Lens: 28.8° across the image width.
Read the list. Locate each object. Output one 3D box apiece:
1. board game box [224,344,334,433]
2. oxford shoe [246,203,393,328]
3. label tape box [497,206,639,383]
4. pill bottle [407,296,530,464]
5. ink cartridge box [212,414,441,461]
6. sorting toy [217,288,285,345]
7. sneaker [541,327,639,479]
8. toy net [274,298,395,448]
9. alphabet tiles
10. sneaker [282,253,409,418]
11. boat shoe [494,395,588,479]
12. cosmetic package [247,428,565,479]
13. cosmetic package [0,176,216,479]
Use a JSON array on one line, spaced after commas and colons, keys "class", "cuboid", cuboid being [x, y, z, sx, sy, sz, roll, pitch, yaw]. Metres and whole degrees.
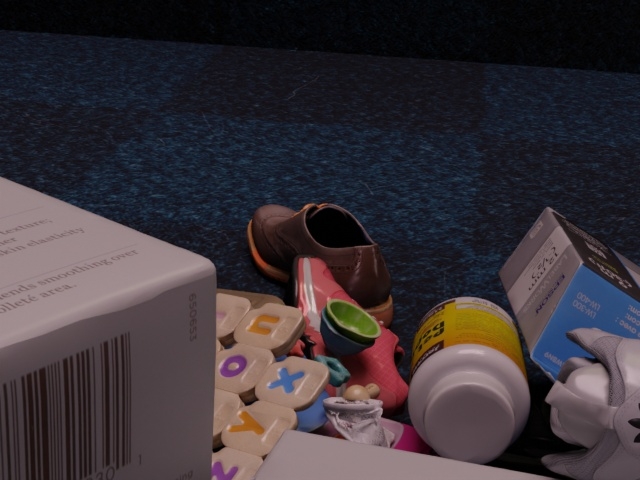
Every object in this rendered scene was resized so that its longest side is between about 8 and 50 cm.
[{"class": "board game box", "cuboid": [-0.063, 0.164, 1.265, 0.133, 0.033, 0.168, -5, 30, -20]}, {"class": "oxford shoe", "cuboid": [0.000, 0.000, 1.725, 0.130, 0.132, 0.364, -9, 24, -26]}, {"class": "label tape box", "cuboid": [0.334, 0.111, 1.316, 0.249, 0.115, 0.347, 33, 12, -8]}, {"class": "pill bottle", "cuboid": [0.146, 0.140, 1.236, 0.117, 0.117, 0.215, 4, 15, 5]}, {"class": "ink cartridge box", "cuboid": [0.021, 0.234, 1.224, 0.371, 0.069, 0.176, 15, 24, 24]}, {"class": "sorting toy", "cuboid": [-0.214, 0.136, 1.455, 0.229, 0.041, 0.307, 9, 32, 40]}, {"class": "sneaker", "cuboid": [0.311, 0.146, 1.060, 0.210, 0.137, 0.366, 11, -1, 19]}, {"class": "toy net", "cuboid": [0.019, 0.130, 1.261, 0.122, 0.045, 0.232, 24, 22, -24]}, {"class": "alphabet tiles", "cuboid": [-0.133, 0.165, 1.210, 0.278, 0.021, 0.284, 8, 49, 38]}, {"class": "sneaker", "cuboid": [0.026, 0.124, 1.480, 0.136, 0.115, 0.314, 8, 26, -13]}, {"class": "boat shoe", "cuboid": [0.236, 0.199, 1.315, 0.224, 0.073, 0.080, 14, 22, 24]}, {"class": "cosmetic package", "cuboid": [0.115, 0.288, 0.965, 0.385, 0.156, 0.217, 8, 21, 16]}, {"class": "cosmetic package", "cuboid": [-0.331, 0.148, 0.978, 0.394, 0.327, 0.329, 20, 28, 35]}]
